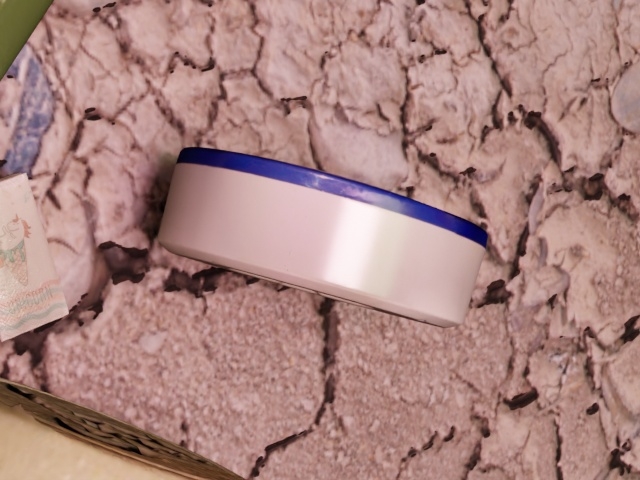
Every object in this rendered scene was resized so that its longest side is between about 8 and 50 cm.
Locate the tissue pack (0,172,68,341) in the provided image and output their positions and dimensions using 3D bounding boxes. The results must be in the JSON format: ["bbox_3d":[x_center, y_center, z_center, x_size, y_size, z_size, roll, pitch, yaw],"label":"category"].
[{"bbox_3d":[-0.215,0.011,0.906,0.056,0.023,0.108,-25,108,-31],"label":"tissue pack"}]

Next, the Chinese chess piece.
[{"bbox_3d":[-0.153,0.165,0.827,0.250,0.250,0.101,27,82,-36],"label":"Chinese chess piece"}]

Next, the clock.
[{"bbox_3d":[0.000,0.000,0.939,0.230,0.230,0.083,18,89,-37],"label":"clock"}]

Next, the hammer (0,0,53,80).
[{"bbox_3d":[-0.232,-0.108,0.808,0.335,0.119,0.206,-63,151,-22],"label":"hammer"}]
